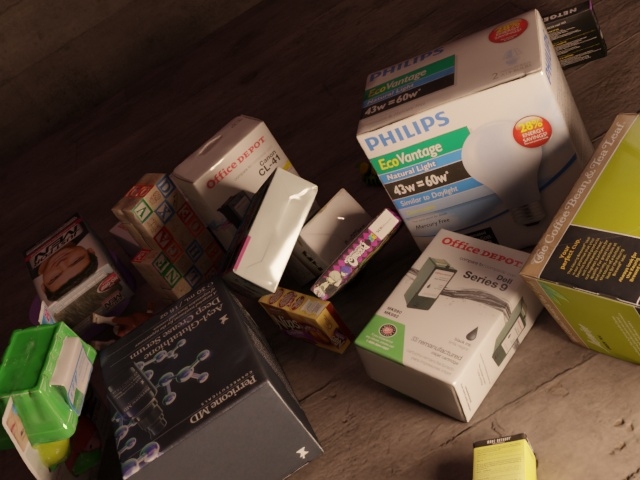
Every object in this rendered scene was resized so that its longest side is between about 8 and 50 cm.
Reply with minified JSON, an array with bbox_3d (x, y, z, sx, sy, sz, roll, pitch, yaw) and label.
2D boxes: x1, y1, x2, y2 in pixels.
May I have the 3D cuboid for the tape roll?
[{"bbox_3d":[-0.625,0.150,2.302,0.274,0.090,0.275,-23,35,17],"label":"tape roll"}]

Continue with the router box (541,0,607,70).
[{"bbox_3d":[0.559,-0.463,2.036,0.178,0.133,0.046,-14,37,26],"label":"router box"}]

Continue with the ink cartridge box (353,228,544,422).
[{"bbox_3d":[0.229,0.135,1.509,0.211,0.122,0.289,18,57,37],"label":"ink cartridge box"}]

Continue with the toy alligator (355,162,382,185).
[{"bbox_3d":[0.152,-0.154,2.065,0.189,0.056,0.051,8,93,45],"label":"toy alligator"}]

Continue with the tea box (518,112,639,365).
[{"bbox_3d":[0.538,0.010,1.298,0.323,0.220,0.329,19,69,50],"label":"tea box"}]

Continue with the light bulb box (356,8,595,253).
[{"bbox_3d":[0.308,-0.177,1.662,0.357,0.361,0.225,-18,35,24],"label":"light bulb box"}]

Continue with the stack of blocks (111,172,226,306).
[{"bbox_3d":[-0.358,0.008,2.059,0.087,0.297,0.171,4,47,44],"label":"stack of blocks"}]

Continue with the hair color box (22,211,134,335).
[{"bbox_3d":[-0.615,0.080,2.197,0.185,0.114,0.374,-38,33,-8],"label":"hair color box"}]

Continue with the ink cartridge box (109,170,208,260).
[{"bbox_3d":[-0.401,-0.058,2.353,0.278,0.117,0.201,-46,34,-18],"label":"ink cartridge box"}]

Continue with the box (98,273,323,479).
[{"bbox_3d":[-0.218,0.297,1.634,0.293,0.212,0.395,-34,33,-2],"label":"box"}]

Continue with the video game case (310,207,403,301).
[{"bbox_3d":[0.081,0.025,1.728,0.210,0.042,0.232,-48,-7,7],"label":"video game case"}]

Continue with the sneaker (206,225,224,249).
[{"bbox_3d":[-0.256,-0.023,2.204,0.232,0.090,0.081,-14,37,27],"label":"sneaker"}]

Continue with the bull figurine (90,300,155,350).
[{"bbox_3d":[-0.399,0.227,1.937,0.188,0.101,0.310,1,21,-36],"label":"bull figurine"}]

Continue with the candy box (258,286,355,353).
[{"bbox_3d":[-0.030,0.156,1.751,0.186,0.109,0.053,11,54,47],"label":"candy box"}]

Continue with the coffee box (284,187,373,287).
[{"bbox_3d":[0.000,0.000,1.839,0.141,0.098,0.246,-45,2,-21],"label":"coffee box"}]

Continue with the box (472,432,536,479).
[{"bbox_3d":[0.261,0.387,1.237,0.087,0.058,0.232,-18,35,23],"label":"box"}]

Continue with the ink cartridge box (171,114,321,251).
[{"bbox_3d":[-0.159,-0.098,2.017,0.226,0.306,0.131,-44,33,-16],"label":"ink cartridge box"}]

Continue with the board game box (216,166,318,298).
[{"bbox_3d":[-0.116,-0.005,1.781,0.224,0.097,0.303,-66,8,-12],"label":"board game box"}]

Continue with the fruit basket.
[{"bbox_3d":[-0.486,0.342,1.689,0.165,0.353,0.327,-16,34,11],"label":"fruit basket"}]
